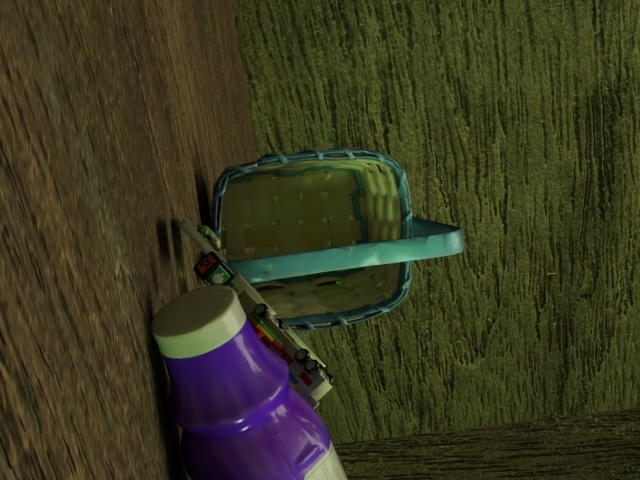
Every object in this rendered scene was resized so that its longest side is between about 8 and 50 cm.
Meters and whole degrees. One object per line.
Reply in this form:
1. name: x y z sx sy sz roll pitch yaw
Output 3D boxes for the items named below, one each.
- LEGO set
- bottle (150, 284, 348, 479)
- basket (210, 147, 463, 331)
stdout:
1. LEGO set: -0.067 0.060 1.151 0.182 0.060 0.244 47 -3 -3
2. bottle: -0.044 0.167 1.033 0.092 0.118 0.282 -40 120 -36
3. basket: 0.000 0.000 1.518 0.289 0.255 0.201 -163 -112 -78
